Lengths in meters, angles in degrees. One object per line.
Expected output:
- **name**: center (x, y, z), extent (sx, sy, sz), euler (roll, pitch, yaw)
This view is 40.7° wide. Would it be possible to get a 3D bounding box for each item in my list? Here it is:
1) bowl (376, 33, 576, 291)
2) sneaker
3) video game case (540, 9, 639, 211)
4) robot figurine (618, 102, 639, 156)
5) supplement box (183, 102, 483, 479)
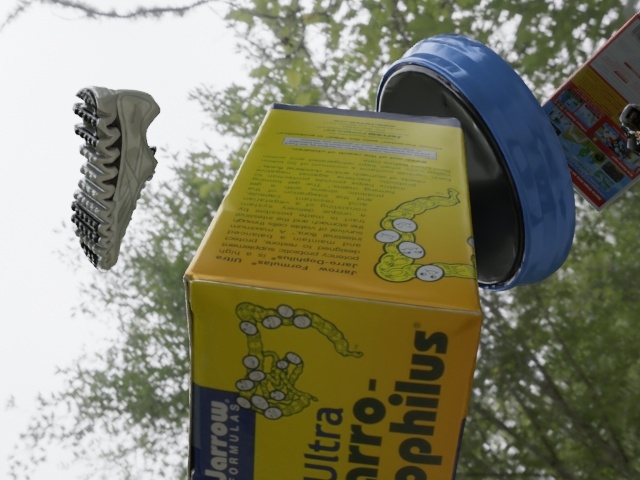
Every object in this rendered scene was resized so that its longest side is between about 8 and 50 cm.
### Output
- **bowl**: center (0.208, -0.104, 1.258), extent (0.077, 0.391, 0.391), euler (-26, -49, -18)
- **sneaker**: center (-0.296, -0.085, 1.267), extent (0.118, 0.110, 0.292), euler (-13, -53, -39)
- **video game case**: center (0.490, -0.205, 1.411), extent (0.285, 0.204, 0.025), euler (-47, -3, 36)
- **robot figurine**: center (0.413, -0.057, 0.797), extent (0.291, 0.211, 0.085), euler (32, -89, -27)
- **supplement box**: center (0.021, 0.036, 0.735), extent (0.195, 0.356, 0.194), euler (6, -62, 4)
